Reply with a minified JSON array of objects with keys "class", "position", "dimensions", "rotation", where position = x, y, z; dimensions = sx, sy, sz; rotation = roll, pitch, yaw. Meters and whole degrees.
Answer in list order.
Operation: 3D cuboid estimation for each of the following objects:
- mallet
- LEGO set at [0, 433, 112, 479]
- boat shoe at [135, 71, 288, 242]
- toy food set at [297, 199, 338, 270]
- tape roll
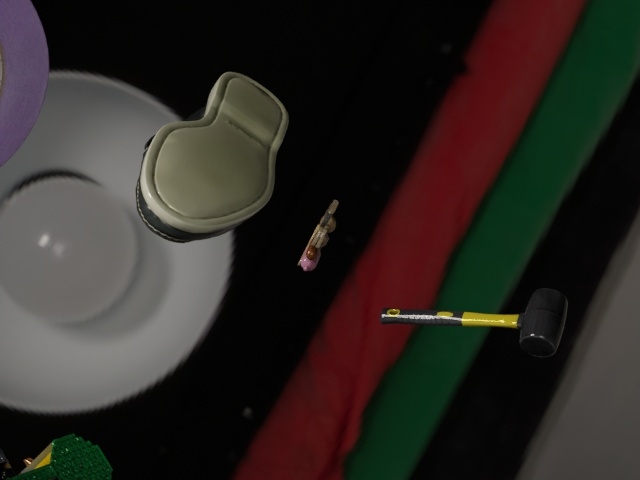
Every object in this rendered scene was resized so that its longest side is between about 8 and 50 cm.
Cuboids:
[{"class":"mallet","position":[0.150,0.070,1.449],"dimensions":[0.062,0.189,0.039],"rotation":[-61,-38,-31]},{"class":"LEGO set","position":[-0.235,0.335,1.180],"dimensions":[0.192,0.331,0.255],"rotation":[-43,-8,30]},{"class":"boat shoe","position":[-0.123,-0.063,1.491],"dimensions":[0.113,0.127,0.340],"rotation":[-51,12,26]},{"class":"toy food set","position":[0.000,0.000,1.744],"dimensions":[0.078,0.019,0.122],"rotation":[-63,2,-12]},{"class":"tape roll","position":[-0.403,-0.171,1.412],"dimensions":[0.274,0.090,0.275],"rotation":[-14,-55,-21]}]
